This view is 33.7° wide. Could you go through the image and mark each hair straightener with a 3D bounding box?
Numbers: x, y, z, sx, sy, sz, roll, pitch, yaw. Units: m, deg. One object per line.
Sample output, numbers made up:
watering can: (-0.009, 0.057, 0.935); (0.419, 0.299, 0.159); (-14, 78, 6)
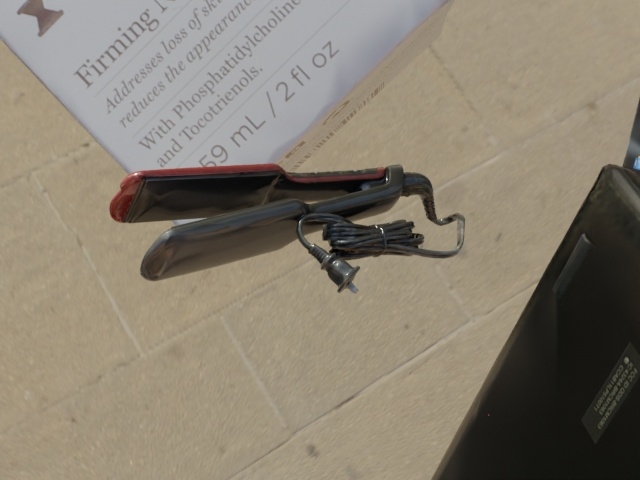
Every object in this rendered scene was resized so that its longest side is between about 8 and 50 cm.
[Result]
hair straightener: (0.000, 0.000, 0.596); (0.230, 0.047, 0.089); (-3, 52, -40)

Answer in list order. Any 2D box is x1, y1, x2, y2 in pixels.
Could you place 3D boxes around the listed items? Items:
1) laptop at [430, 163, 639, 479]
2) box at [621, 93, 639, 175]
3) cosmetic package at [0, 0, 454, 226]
laptop: (0.204, 0.251, 0.412); (0.236, 0.382, 0.408); (8, 34, -22)
box: (0.480, -0.144, 1.079); (0.076, 0.307, 0.242); (-3, 110, -41)
cosmetic package: (-0.121, -0.257, 1.067); (0.329, 0.327, 0.393); (-44, 90, 6)
